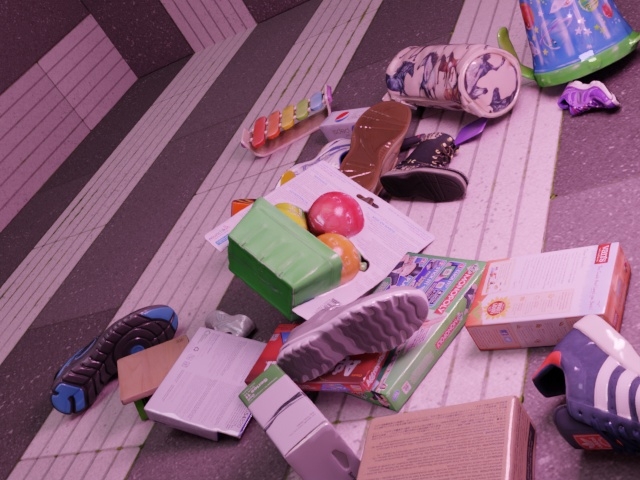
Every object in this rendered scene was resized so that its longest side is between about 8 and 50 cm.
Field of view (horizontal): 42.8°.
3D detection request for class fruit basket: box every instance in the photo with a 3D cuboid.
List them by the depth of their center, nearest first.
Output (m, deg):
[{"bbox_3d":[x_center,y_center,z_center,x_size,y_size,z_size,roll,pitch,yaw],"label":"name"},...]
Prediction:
[{"bbox_3d":[0.000,0.000,1.656,0.327,0.165,0.353,36,48,26],"label":"fruit basket"}]

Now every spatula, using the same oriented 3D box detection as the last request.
[{"bbox_3d":[0.275,-0.249,1.980,0.297,0.030,0.084,-7,37,39],"label":"spatula"}]

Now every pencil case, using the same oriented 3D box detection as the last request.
[{"bbox_3d":[0.313,-0.387,1.997,0.183,0.160,0.410,-61,26,-1],"label":"pencil case"}]

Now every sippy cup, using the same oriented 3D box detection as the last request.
[{"bbox_3d":[0.552,-0.491,1.811,0.306,0.224,0.240,-24,15,8],"label":"sippy cup"}]

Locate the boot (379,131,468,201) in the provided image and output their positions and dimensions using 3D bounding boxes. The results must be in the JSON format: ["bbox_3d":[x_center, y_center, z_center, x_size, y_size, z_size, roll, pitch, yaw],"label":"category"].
[{"bbox_3d":[0.263,-0.173,1.819,0.236,0.085,0.178,5,44,51],"label":"boot"}]

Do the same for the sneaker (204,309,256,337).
[{"bbox_3d":[-0.210,0.190,1.780,0.152,0.053,0.061,0,45,46],"label":"sneaker"}]

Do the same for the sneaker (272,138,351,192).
[{"bbox_3d":[0.004,-0.156,2.038,0.296,0.111,0.131,-45,30,-18],"label":"sneaker"}]

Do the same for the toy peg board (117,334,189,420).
[{"bbox_3d":[-0.341,0.298,1.746,0.161,0.079,0.161,-20,27,-7],"label":"toy peg board"}]

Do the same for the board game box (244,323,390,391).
[{"bbox_3d":[0.000,0.206,1.463,0.281,0.027,0.145,-8,39,40],"label":"board game box"}]

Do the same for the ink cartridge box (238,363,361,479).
[{"bbox_3d":[-0.026,0.308,1.290,0.087,0.153,0.208,-40,27,-10],"label":"ink cartridge box"}]

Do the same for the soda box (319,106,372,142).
[{"bbox_3d":[0.101,-0.311,2.221,0.216,0.073,0.069,3,45,50],"label":"soda box"}]

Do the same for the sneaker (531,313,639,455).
[{"bbox_3d":[0.388,0.230,1.021,0.148,0.131,0.350,-41,22,2],"label":"sneaker"}]

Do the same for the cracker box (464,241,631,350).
[{"bbox_3d":[0.364,0.092,1.309,0.232,0.067,0.155,-11,36,38],"label":"cracker box"}]

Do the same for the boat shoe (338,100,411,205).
[{"bbox_3d":[0.124,-0.202,1.963,0.122,0.110,0.341,19,55,17],"label":"boat shoe"}]

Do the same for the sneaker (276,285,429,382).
[{"bbox_3d":[0.048,0.134,1.382,0.281,0.105,0.115,-24,30,18],"label":"sneaker"}]

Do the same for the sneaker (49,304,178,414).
[{"bbox_3d":[-0.489,0.252,1.905,0.341,0.125,0.140,-35,23,-8],"label":"sneaker"}]

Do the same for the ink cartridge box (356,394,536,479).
[{"bbox_3d":[0.169,0.327,1.122,0.235,0.088,0.193,-16,34,29],"label":"ink cartridge box"}]

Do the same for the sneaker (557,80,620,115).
[{"bbox_3d":[0.565,-0.291,1.727,0.071,0.068,0.170,-51,20,-2],"label":"sneaker"}]

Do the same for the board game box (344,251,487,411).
[{"bbox_3d":[0.148,0.151,1.469,0.317,0.046,0.214,-47,31,-24],"label":"board game box"}]

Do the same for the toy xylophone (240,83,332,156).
[{"bbox_3d":[-0.096,-0.372,2.520,0.323,0.081,0.236,-30,27,7],"label":"toy xylophone"}]

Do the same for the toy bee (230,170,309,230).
[{"bbox_3d":[-0.051,-0.046,1.911,0.195,0.298,0.162,-63,-9,16],"label":"toy bee"}]

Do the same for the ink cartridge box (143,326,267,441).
[{"bbox_3d":[-0.195,0.282,1.600,0.224,0.045,0.223,10,47,27],"label":"ink cartridge box"}]
